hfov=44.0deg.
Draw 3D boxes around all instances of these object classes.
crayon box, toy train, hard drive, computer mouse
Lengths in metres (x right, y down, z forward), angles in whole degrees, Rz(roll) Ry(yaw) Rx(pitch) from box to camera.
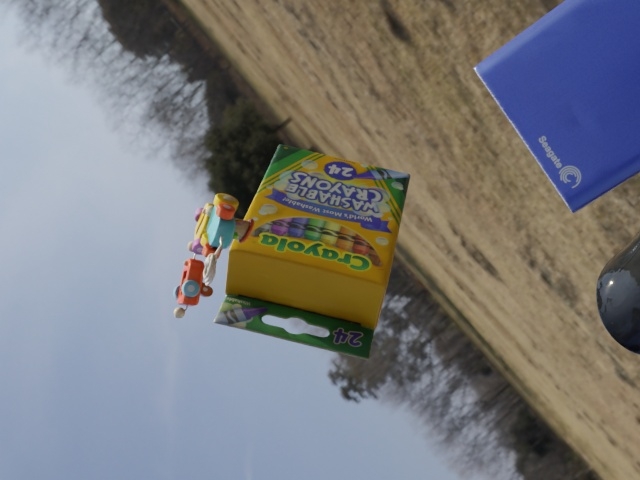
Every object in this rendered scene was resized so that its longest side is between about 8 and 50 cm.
[{"bbox_3d":[0.000,0.000,1.075,0.203,0.083,0.323,13,-141,4],"label":"crayon box"},{"bbox_3d":[-0.113,0.018,0.848,0.046,0.125,0.166,14,163,-20],"label":"toy train"},{"bbox_3d":[0.364,-0.205,0.888,0.210,0.319,0.040,59,-161,10],"label":"hard drive"},{"bbox_3d":[0.405,0.009,0.885,0.188,0.272,0.072,39,154,4],"label":"computer mouse"}]
